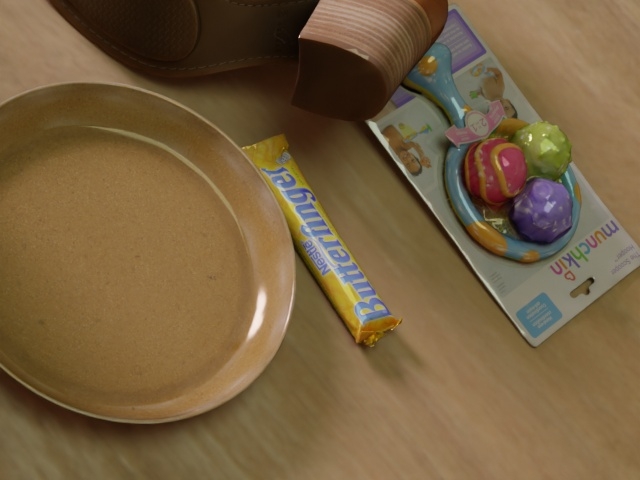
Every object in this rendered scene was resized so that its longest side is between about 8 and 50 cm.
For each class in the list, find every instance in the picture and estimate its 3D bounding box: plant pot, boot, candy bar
[{"bbox_3d":[-0.129,0.009,1.157,0.236,0.032,0.236,11,59,-20],"label":"plant pot"},{"bbox_3d":[-0.043,-0.206,1.276,0.283,0.109,0.220,18,42,7],"label":"boot"},{"bbox_3d":[0.000,0.000,1.234,0.040,0.018,0.161,-24,76,-34],"label":"candy bar"}]

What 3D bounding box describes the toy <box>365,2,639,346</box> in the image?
[{"bbox_3d":[0.131,-0.059,1.307,0.137,0.056,0.237,-34,82,-34],"label":"toy"}]
